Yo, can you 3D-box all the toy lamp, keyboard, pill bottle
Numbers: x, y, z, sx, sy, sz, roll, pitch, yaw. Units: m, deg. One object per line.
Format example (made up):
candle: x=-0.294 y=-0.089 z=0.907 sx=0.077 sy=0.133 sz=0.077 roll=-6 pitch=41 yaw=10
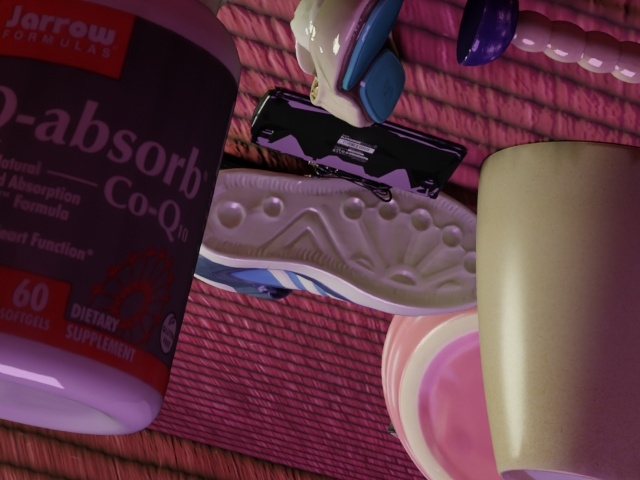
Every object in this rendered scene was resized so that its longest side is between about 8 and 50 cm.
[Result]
toy lamp: x=0.236 y=-0.119 z=1.313 sx=0.274 sy=0.080 sz=0.080 roll=13 pitch=164 yaw=-8
keyboard: x=0.028 y=-0.090 z=1.677 sx=0.192 sy=0.038 sz=0.100 roll=18 pitch=140 yaw=-15
pill bottle: x=-0.172 y=-0.066 z=1.274 sx=0.210 sy=0.363 sz=0.210 roll=11 pitch=165 yaw=3

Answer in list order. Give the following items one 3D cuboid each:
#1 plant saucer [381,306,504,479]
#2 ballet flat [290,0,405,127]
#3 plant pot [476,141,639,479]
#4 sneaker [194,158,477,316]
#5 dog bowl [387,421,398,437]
plant saucer: x=0.211 y=0.168 z=1.921 sx=0.332 sy=0.332 sz=0.084 roll=6 pitch=-155 yaw=22
ballet flat: x=0.015 y=-0.147 z=1.394 sx=0.086 sy=0.086 sz=0.248 roll=11 pitch=165 yaw=5
plant pot: x=0.241 y=0.086 z=1.657 sx=0.256 sy=0.274 sz=0.256 roll=12 pitch=164 yaw=3
sneaker: x=0.000 y=0.000 z=1.851 sx=0.322 sy=0.130 sz=0.236 roll=10 pitch=174 yaw=-10
dog bowl: x=0.293 y=0.222 z=2.203 sx=0.408 sy=0.150 sz=0.408 roll=18 pitch=173 yaw=2
